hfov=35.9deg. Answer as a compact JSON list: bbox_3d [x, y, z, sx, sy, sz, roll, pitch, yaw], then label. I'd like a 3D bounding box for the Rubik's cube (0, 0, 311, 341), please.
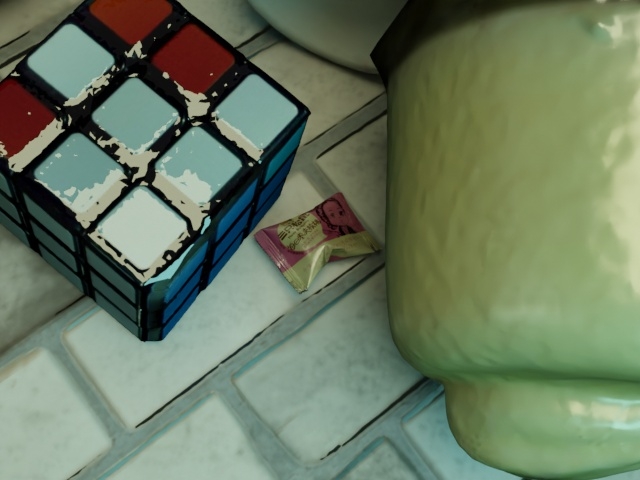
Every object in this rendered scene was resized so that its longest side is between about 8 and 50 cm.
[{"bbox_3d":[-0.121,-0.050,0.664,0.163,0.160,0.162,40,70,4],"label":"Rubik's cube"}]

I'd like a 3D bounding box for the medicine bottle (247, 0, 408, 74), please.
[{"bbox_3d":[0.085,-0.332,0.768,0.211,0.211,0.371,23,70,-2],"label":"medicine bottle"}]

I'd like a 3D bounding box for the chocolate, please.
[{"bbox_3d":[0.196,-0.006,0.618,0.314,0.326,0.297,9,66,-17],"label":"chocolate"}]

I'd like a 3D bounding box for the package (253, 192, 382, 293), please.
[{"bbox_3d":[0.000,0.000,0.740,0.083,0.029,0.059,-28,71,-27],"label":"package"}]
